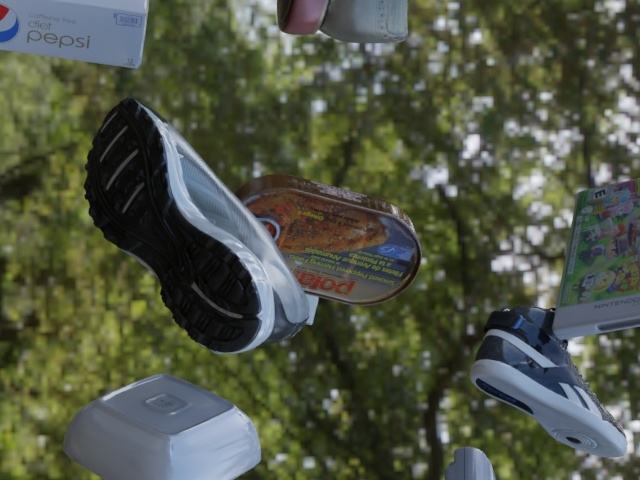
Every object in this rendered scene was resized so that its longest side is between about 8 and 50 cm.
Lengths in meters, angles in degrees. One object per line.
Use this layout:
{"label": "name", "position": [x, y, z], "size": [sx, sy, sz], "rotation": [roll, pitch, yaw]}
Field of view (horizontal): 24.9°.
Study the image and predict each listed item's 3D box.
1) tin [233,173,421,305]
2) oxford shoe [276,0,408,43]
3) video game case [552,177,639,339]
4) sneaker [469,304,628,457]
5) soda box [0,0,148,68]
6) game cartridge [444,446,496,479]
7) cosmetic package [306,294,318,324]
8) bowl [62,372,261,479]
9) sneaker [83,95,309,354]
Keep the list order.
{"label": "tin", "position": [0.000, 0.000, 1.339], "size": [0.040, 0.190, 0.106], "rotation": [-102, -150, -60]}
{"label": "oxford shoe", "position": [0.057, -0.341, 1.256], "size": [0.123, 0.130, 0.348], "rotation": [-121, -136, -70]}
{"label": "video game case", "position": [0.356, 0.007, 1.570], "size": [0.023, 0.193, 0.212], "rotation": [53, 39, -34]}
{"label": "sneaker", "position": [0.270, 0.145, 1.600], "size": [0.079, 0.217, 0.121], "rotation": [-20, -138, 55]}
{"label": "soda box", "position": [-0.273, -0.225, 1.380], "size": [0.074, 0.216, 0.069], "rotation": [-93, -166, -46]}
{"label": "game cartridge", "position": [0.200, 0.409, 1.683], "size": [0.198, 0.062, 0.297], "rotation": [-90, 163, -50]}
{"label": "cosmetic package", "position": [-0.052, 0.070, 1.870], "size": [0.115, 0.041, 0.060], "rotation": [7, -96, 54]}
{"label": "bowl", "position": [-0.136, 0.164, 1.255], "size": [0.142, 0.142, 0.053], "rotation": [20, -66, 33]}
{"label": "sneaker", "position": [-0.108, -0.011, 1.222], "size": [0.100, 0.108, 0.271], "rotation": [-48, -118, 23]}
